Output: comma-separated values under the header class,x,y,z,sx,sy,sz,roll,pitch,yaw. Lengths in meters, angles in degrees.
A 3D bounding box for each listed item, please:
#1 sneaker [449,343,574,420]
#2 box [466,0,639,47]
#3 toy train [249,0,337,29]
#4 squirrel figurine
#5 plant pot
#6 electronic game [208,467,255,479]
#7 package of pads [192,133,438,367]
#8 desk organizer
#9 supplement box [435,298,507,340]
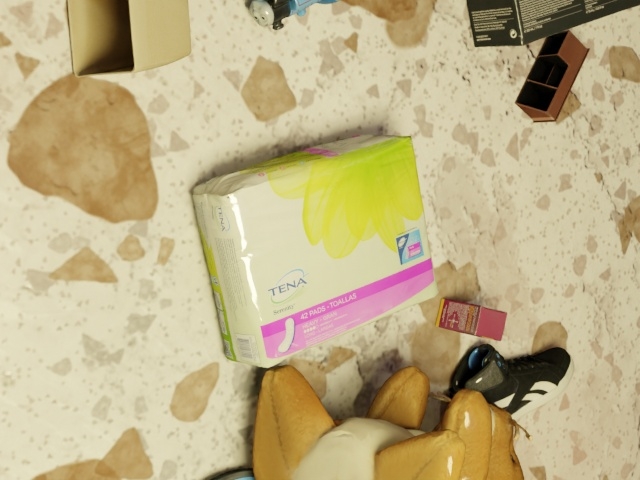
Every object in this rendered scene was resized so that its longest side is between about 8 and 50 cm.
class,x,y,z,sx,sy,sz,roll,pitch,yaw
sneaker,0.281,0.187,1.552,0.217,0.079,0.121,-33,114,-27
box,0.326,-0.394,1.512,0.261,0.103,0.184,-22,110,-31
toy train,-0.025,-0.325,1.285,0.184,0.080,0.105,-34,119,-28
squirrel figurine,0.118,0.360,1.348,0.370,0.281,0.397,10,87,-54
plant pot,-0.201,-0.236,1.156,0.096,0.109,0.109,-13,103,-47
electronic game,-0.102,0.396,1.320,0.229,0.048,0.229,-5,98,-35
package of pads,0.000,0.000,1.319,0.296,0.101,0.229,-21,107,-33
desk organizer,0.341,-0.242,1.572,0.050,0.047,0.130,35,74,-30
supplement box,0.211,0.111,1.492,0.055,0.083,0.043,16,85,-35
